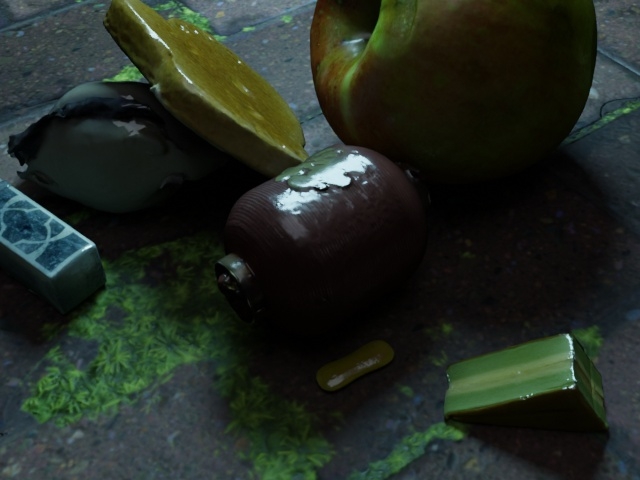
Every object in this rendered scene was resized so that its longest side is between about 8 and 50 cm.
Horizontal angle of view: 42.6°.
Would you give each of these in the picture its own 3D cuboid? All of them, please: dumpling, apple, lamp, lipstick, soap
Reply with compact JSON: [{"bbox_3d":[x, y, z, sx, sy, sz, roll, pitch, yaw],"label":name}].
[{"bbox_3d":[-0.247,-0.141,1.032,0.293,0.163,0.204,4,48,16],"label":"dumpling"},{"bbox_3d":[0.158,-0.232,0.987,0.339,0.340,0.340,-2,46,2],"label":"apple"},{"bbox_3d":[0.000,0.000,0.878,0.258,0.180,0.180,-30,52,-22],"label":"lamp"},{"bbox_3d":[-0.375,-0.017,0.978,0.289,0.076,0.077,30,53,25],"label":"lipstick"},{"bbox_3d":[0.036,0.130,0.856,0.089,0.012,0.034,-25,50,-20],"label":"soap"}]

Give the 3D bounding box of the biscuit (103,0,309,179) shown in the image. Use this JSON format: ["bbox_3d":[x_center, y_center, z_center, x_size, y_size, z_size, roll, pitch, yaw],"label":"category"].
[{"bbox_3d":[-0.140,-0.189,1.006,0.057,0.287,0.344,-49,26,15],"label":"biscuit"}]

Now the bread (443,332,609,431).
[{"bbox_3d":[0.203,0.156,0.823,0.139,0.084,0.074,-21,40,27],"label":"bread"}]
